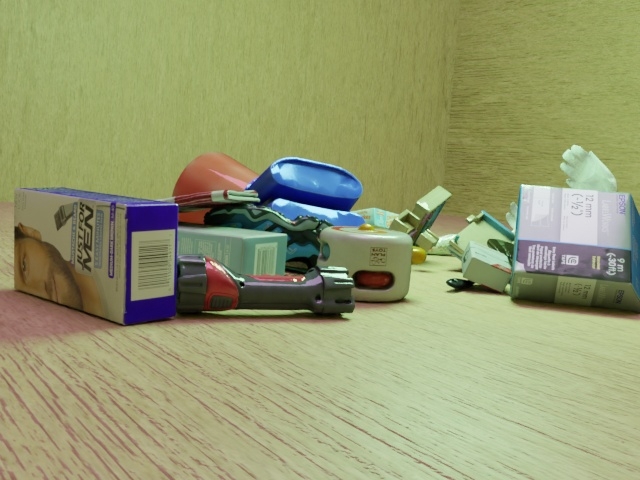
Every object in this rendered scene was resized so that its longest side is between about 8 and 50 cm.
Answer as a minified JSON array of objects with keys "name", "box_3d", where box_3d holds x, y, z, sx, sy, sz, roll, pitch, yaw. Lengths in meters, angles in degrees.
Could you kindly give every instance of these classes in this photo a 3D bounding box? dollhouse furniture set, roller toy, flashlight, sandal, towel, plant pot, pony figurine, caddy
[{"name":"dollhouse furniture set","box_3d":[0.353,0.045,2.084,0.303,0.198,0.286,38,42,17]},{"name":"roller toy","box_3d":[0.091,0.039,1.532,0.209,0.146,0.191,8,8,32]},{"name":"flashlight","box_3d":[-0.099,0.075,1.282,0.304,0.103,0.103,1,-5,-21]},{"name":"sandal","box_3d":[0.476,0.059,1.926,0.090,0.060,0.219,13,28,-18]},{"name":"towel","box_3d":[-0.322,-0.082,1.674,0.329,0.037,0.237,-7,1,12]},{"name":"plant pot","box_3d":[-0.244,-0.091,2.145,0.243,0.275,0.275,22,15,34]},{"name":"pony figurine","box_3d":[0.737,-0.040,2.087,0.351,0.303,0.363,45,10,21]},{"name":"caddy","box_3d":[-0.043,-0.074,1.996,0.341,0.241,0.179,10,-30,-26]}]

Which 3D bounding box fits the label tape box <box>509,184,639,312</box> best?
[{"name":"label tape box","box_3d":[0.594,0.015,1.620,0.347,0.249,0.115,4,-37,16]}]

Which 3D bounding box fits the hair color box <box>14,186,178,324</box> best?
[{"name":"hair color box","box_3d":[-0.381,0.015,1.252,0.338,0.185,0.110,9,9,42]}]

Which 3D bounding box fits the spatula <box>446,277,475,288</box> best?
[{"name":"spatula","box_3d":[0.360,0.090,1.777,0.084,0.030,0.296,27,18,27]}]

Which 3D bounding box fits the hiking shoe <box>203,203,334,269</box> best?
[{"name":"hiking shoe","box_3d":[-0.118,-0.002,1.704,0.304,0.132,0.113,9,-10,-3]}]

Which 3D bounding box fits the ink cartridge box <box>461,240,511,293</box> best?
[{"name":"ink cartridge box","box_3d":[0.381,0.060,1.743,0.099,0.056,0.135,23,18,2]}]

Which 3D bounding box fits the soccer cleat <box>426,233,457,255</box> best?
[{"name":"soccer cleat","box_3d":[0.368,0.018,2.378,0.196,0.068,0.076,-1,8,21]}]

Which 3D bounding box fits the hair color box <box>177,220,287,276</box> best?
[{"name":"hair color box","box_3d":[-0.279,0.024,1.596,0.374,0.114,0.185,7,6,25]}]

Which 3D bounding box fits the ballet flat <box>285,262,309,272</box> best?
[{"name":"ballet flat","box_3d":[-0.122,0.012,1.843,0.316,0.106,0.107,5,9,15]}]

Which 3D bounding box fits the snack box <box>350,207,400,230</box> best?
[{"name":"snack box","box_3d":[0.184,-0.041,2.403,0.187,0.060,0.322,-9,-12,36]}]
